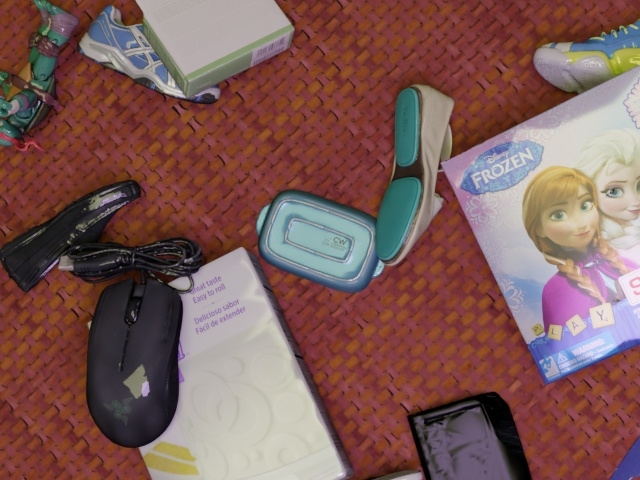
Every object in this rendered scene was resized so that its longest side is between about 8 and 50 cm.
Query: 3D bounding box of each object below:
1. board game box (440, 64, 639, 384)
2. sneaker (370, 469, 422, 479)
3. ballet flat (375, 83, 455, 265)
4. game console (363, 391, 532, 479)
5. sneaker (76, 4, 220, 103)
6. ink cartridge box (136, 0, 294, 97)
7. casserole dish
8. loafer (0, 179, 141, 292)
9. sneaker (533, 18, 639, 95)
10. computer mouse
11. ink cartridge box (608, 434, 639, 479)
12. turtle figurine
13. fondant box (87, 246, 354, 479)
[{"bbox_3d":[0.362,-0.026,1.581,0.319,0.066,0.318,-27,85,14],"label":"board game box"},{"bbox_3d":[0.078,0.347,1.631,0.134,0.051,0.070,-21,86,8],"label":"sneaker"},{"bbox_3d":[0.134,-0.084,1.670,0.086,0.086,0.248,9,86,6],"label":"ballet flat"},{"bbox_3d":[0.102,0.347,1.675,0.361,0.044,0.213,-16,85,5],"label":"game console"},{"bbox_3d":[-0.229,-0.250,1.710,0.211,0.080,0.081,26,94,5],"label":"sneaker"},{"bbox_3d":[-0.169,-0.329,1.691,0.171,0.056,0.235,-30,76,-19],"label":"ink cartridge box"},{"bbox_3d":[0.000,0.000,1.700,0.188,0.037,0.114,20,91,5],"label":"casserole dish"},{"bbox_3d":[-0.335,-0.008,1.718,0.223,0.076,0.078,-31,90,9],"label":"loafer"},{"bbox_3d":[0.407,-0.250,1.654,0.240,0.091,0.126,14,71,7],"label":"sneaker"},{"bbox_3d":[-0.249,0.129,1.605,0.188,0.072,0.272,-2,81,9],"label":"computer mouse"},{"bbox_3d":[0.474,0.363,1.545,0.307,0.072,0.303,35,92,38],"label":"ink cartridge box"},{"bbox_3d":[-0.414,-0.215,1.715,0.175,0.118,0.234,28,89,47],"label":"turtle figurine"},{"bbox_3d":[-0.132,0.209,1.658,0.238,0.096,0.330,-26,77,4],"label":"fondant box"}]
